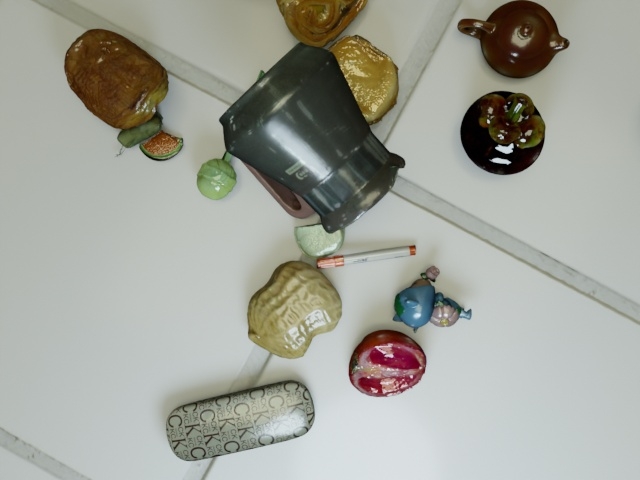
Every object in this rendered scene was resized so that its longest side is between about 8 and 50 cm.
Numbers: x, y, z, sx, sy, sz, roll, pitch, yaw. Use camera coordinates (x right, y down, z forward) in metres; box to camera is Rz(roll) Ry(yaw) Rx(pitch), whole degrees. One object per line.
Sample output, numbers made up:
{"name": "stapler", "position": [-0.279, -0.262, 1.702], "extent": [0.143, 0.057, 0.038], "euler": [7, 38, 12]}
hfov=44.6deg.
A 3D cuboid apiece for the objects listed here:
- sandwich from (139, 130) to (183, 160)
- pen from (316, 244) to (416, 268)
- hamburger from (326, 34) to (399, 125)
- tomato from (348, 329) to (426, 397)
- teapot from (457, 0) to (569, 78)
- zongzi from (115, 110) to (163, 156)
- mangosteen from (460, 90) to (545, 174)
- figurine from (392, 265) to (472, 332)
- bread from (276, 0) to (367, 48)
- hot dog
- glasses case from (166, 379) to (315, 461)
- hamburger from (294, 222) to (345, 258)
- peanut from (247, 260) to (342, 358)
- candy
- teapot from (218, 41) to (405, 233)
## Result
{"name": "sandwich", "position": [-0.378, -0.226, 1.884], "extent": [0.101, 0.026, 0.069], "euler": [-33, 84, 0]}
{"name": "pen", "position": [0.108, 0.038, 1.842], "extent": [0.239, 0.028, 0.028], "euler": [-8, 90, -4]}
{"name": "hamburger", "position": [0.082, -0.363, 1.816], "extent": [0.214, 0.108, 0.213], "euler": [0, 90, 2]}
{"name": "tomato", "position": [0.155, 0.273, 1.824], "extent": [0.173, 0.099, 0.189], "euler": [10, 130, -11]}
{"name": "teapot", "position": [0.439, -0.471, 1.786], "extent": [0.252, 0.135, 0.178], "euler": [14, 87, 2]}
{"name": "zongzi", "position": [-0.438, -0.244, 1.836], "extent": [0.154, 0.130, 0.062], "euler": [-37, 118, 3]}
{"name": "mangosteen", "position": [0.413, -0.247, 1.738], "extent": [0.194, 0.230, 0.194], "euler": [1, 80, -3]}
{"name": "figurine", "position": [0.258, 0.140, 1.820], "extent": [0.178, 0.114, 0.144], "euler": [12, 68, -9]}
{"name": "bread", "position": [0.007, -0.558, 1.779], "extent": [0.236, 0.198, 0.120], "euler": [-48, 52, -5]}
{"name": "hot dog", "position": [-0.466, -0.371, 1.819], "extent": [0.272, 0.122, 0.196], "euler": [36, 82, 18]}
{"name": "glasses case", "position": [-0.188, 0.426, 1.843], "extent": [0.355, 0.085, 0.137], "euler": [-14, 88, 4]}
{"name": "hamburger", "position": [0.000, 0.000, 1.852], "extent": [0.121, 0.054, 0.084], "euler": [-6, 95, 5]}
{"name": "peanut", "position": [-0.068, 0.167, 1.825], "extent": [0.233, 0.110, 0.197], "euler": [-44, 88, 0]}
{"name": "candy", "position": [-0.201, -0.254, 1.857], "extent": [0.092, 0.093, 0.335], "euler": [24, 82, -14]}
{"name": "teapot", "position": [-0.029, -0.196, 1.702], "extent": [0.362, 0.376, 0.305], "euler": [48, 52, -10]}
